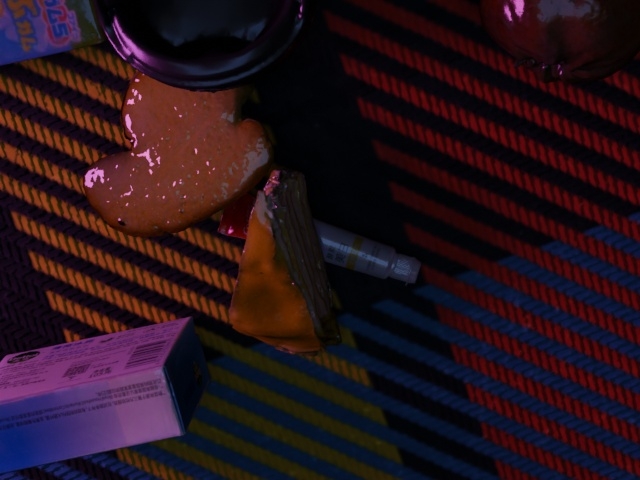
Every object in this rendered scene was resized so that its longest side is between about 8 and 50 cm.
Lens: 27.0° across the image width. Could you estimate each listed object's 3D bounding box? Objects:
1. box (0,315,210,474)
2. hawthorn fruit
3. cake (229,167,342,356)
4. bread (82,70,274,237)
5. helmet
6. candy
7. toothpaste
[{"bbox_3d":[-0.212,0.141,1.230,0.194,0.139,0.073,-13,104,9],"label":"box"},{"bbox_3d":[0.210,-0.218,1.098,0.149,0.149,0.189,13,109,2],"label":"hawthorn fruit"},{"bbox_3d":[-0.021,0.034,1.198,0.116,0.080,0.185,26,118,5],"label":"cake"},{"bbox_3d":[-0.132,-0.086,1.211,0.187,0.065,0.149,-27,88,18],"label":"bread"},{"bbox_3d":[-0.092,-0.228,1.098,0.189,0.193,0.216,-2,87,4],"label":"helmet"},{"bbox_3d":[-0.290,-0.206,1.191,0.194,0.062,0.097,-11,102,7],"label":"candy"},{"bbox_3d":[0.000,0.000,1.233,0.190,0.031,0.048,18,108,4],"label":"toothpaste"}]
